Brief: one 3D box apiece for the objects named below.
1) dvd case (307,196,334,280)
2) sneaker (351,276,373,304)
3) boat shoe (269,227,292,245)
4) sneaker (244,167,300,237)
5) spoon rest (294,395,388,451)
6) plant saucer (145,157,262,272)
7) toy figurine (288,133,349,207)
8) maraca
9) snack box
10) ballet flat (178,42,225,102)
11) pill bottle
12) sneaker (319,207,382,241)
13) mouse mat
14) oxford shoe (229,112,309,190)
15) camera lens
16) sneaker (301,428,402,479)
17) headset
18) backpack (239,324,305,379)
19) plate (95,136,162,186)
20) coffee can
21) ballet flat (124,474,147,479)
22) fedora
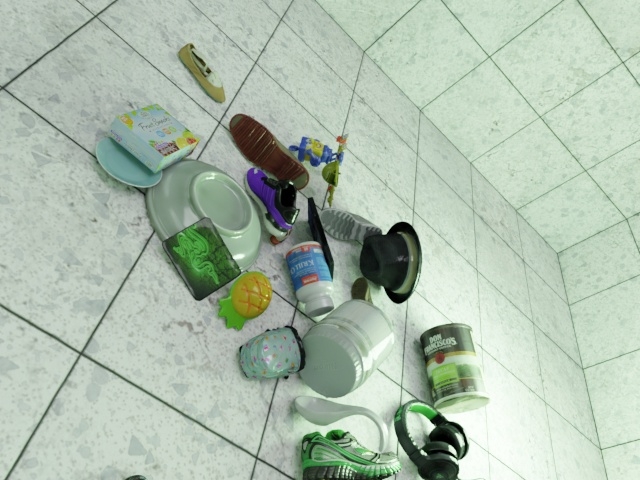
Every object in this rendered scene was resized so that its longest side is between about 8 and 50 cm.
[{"bbox_3d":[0.000,0.000,1.898,0.022,0.180,0.253,-14,67,-8],"label":"dvd case"},{"bbox_3d":[0.155,0.222,1.987,0.071,0.066,0.188,53,26,-47],"label":"sneaker"},{"bbox_3d":[-0.125,-0.028,1.858,0.049,0.043,0.137,49,34,-5],"label":"boat shoe"},{"bbox_3d":[-0.144,-0.158,1.824,0.102,0.146,0.293,10,41,-46],"label":"sneaker"},{"bbox_3d":[0.058,0.476,1.514,0.276,0.084,0.137,18,2,19],"label":"spoon rest"},{"bbox_3d":[-0.311,-0.092,1.640,0.400,0.100,0.400,31,41,-31],"label":"plant saucer"},{"bbox_3d":[-0.026,-0.304,2.159,0.217,0.191,0.362,16,36,-3],"label":"toy figurine"},{"bbox_3d":[-0.208,0.166,1.556,0.186,0.099,0.127,-44,108,-32],"label":"maraca"},{"bbox_3d":[-0.473,-0.298,1.599,0.174,0.070,0.207,40,28,-1],"label":"snack box"},{"bbox_3d":[-0.406,-0.592,1.961,0.232,0.073,0.080,48,36,-11],"label":"ballet flat"},{"bbox_3d":[-0.028,0.125,1.775,0.124,0.124,0.221,9,54,-46],"label":"pill bottle"},{"bbox_3d":[0.100,-0.059,2.137,0.281,0.105,0.115,21,13,-34],"label":"sneaker"},{"bbox_3d":[-0.319,0.049,1.509,0.152,0.007,0.189,-34,98,-25],"label":"mouse mat"},{"bbox_3d":[-0.185,-0.315,1.993,0.348,0.123,0.130,45,9,-12],"label":"oxford shoe"},{"bbox_3d":[0.079,0.315,1.663,0.219,0.219,0.274,58,34,3],"label":"camera lens"},{"bbox_3d":[0.093,0.589,1.530,0.343,0.134,0.146,22,46,-38],"label":"sneaker"},{"bbox_3d":[0.386,0.709,1.818,0.394,0.185,0.243,45,29,11],"label":"headset"},{"bbox_3d":[-0.130,0.305,1.514,0.182,0.115,0.152,-3,67,-48],"label":"backpack"},{"bbox_3d":[-0.526,-0.210,1.526,0.188,0.024,0.188,28,36,-23],"label":"plate"},{"bbox_3d":[0.490,0.469,2.043,0.201,0.201,0.275,24,45,-37],"label":"coffee can"},{"bbox_3d":[-0.375,0.543,1.068,0.070,0.070,0.188,32,41,-30],"label":"ballet flat"},{"bbox_3d":[0.236,0.074,2.030,0.152,0.334,0.334,7,53,-17],"label":"fedora"}]
